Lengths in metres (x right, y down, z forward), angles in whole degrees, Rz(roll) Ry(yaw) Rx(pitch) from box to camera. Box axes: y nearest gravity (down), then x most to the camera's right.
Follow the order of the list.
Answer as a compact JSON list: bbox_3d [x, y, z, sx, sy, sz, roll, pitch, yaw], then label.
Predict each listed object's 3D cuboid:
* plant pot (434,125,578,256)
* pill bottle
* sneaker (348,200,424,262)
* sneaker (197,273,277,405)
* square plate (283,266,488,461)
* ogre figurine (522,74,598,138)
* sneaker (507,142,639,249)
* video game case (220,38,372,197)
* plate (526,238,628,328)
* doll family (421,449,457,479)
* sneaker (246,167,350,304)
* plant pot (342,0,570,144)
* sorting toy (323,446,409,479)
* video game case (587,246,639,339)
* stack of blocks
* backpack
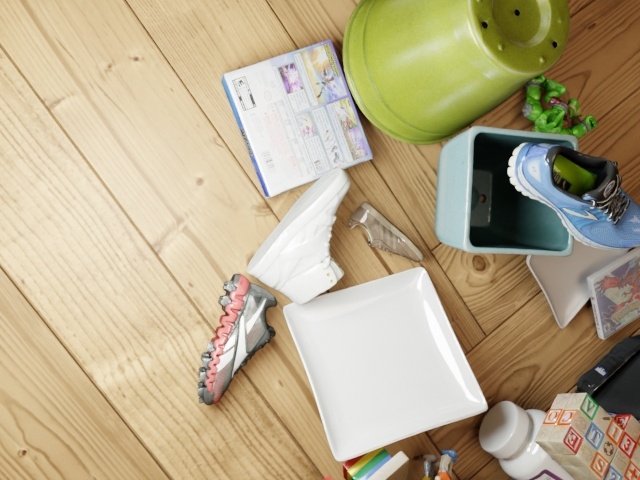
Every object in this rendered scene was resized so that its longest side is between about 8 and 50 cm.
[{"bbox_3d":[0.369,-0.098,1.465,0.247,0.252,0.248,3,91,-15],"label":"plant pot"},{"bbox_3d":[0.519,0.494,1.566,0.301,0.169,0.169,33,83,-14],"label":"pill bottle"},{"bbox_3d":[0.145,-0.004,1.512,0.188,0.066,0.071,41,97,-8],"label":"sneaker"},{"bbox_3d":[-0.167,0.214,1.401,0.135,0.097,0.276,19,85,-13],"label":"sneaker"},{"bbox_3d":[0.132,0.253,1.449,0.344,0.049,0.347,-15,65,-14],"label":"square plate"},{"bbox_3d":[0.547,-0.300,1.593,0.197,0.097,0.118,47,68,-23],"label":"ogre figurine"},{"bbox_3d":[0.521,-0.079,1.302,0.330,0.147,0.130,28,84,-15],"label":"sneaker"},{"bbox_3d":[-0.048,-0.258,1.442,0.244,0.061,0.269,-22,97,-14],"label":"video game case"},{"bbox_3d":[0.600,0.028,1.598,0.277,0.045,0.278,-46,128,-10],"label":"plate"},{"bbox_3d":[0.253,0.584,1.498,0.263,0.118,0.163,61,37,-39],"label":"doll family"},{"bbox_3d":[0.000,0.000,1.426,0.169,0.108,0.292,37,103,-16],"label":"sneaker"},{"bbox_3d":[0.287,-0.401,1.356,0.366,0.353,0.366,1,87,-25],"label":"plant pot"},{"bbox_3d":[0.056,0.542,1.417,0.255,0.257,0.089,-34,60,-19],"label":"sorting toy"},{"bbox_3d":[0.751,0.122,1.669,0.201,0.023,0.183,-28,116,-13],"label":"video game case"},{"bbox_3d":[0.626,0.461,1.478,0.297,0.087,0.171,43,63,-9],"label":"stack of blocks"},{"bbox_3d":[0.796,0.349,1.602,0.213,0.276,0.263,41,74,-18],"label":"backpack"}]
